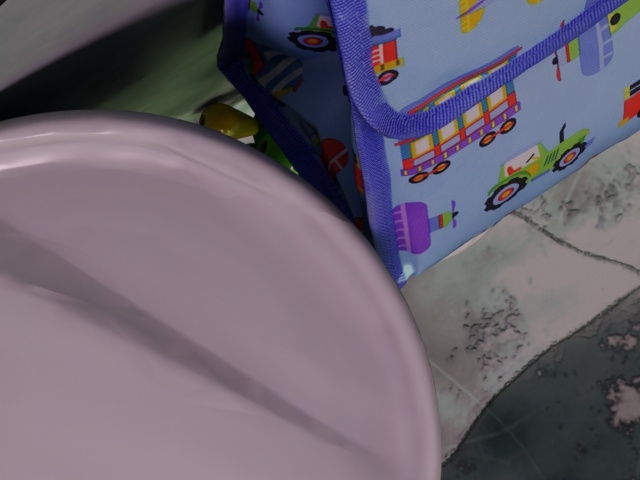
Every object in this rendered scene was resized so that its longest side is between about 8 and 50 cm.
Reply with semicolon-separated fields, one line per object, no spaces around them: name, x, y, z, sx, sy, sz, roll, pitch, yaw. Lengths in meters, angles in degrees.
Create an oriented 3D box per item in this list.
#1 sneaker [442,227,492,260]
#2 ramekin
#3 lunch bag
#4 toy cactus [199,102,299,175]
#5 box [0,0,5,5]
sneaker;0.000;0.000;1.229;0.319;0.127;0.208;-38;175;35
ramekin;-0.090;0.080;0.713;0.273;0.273;0.127;-34;-174;1
lunch bag;0.077;-0.132;0.624;0.221;0.138;0.293;-33;163;-9
toy cactus;0.028;-0.071;0.885;0.219;0.112;0.180;-37;-172;39
box;-0.147;-0.042;0.186;0.257;0.079;0.322;-38;173;27
